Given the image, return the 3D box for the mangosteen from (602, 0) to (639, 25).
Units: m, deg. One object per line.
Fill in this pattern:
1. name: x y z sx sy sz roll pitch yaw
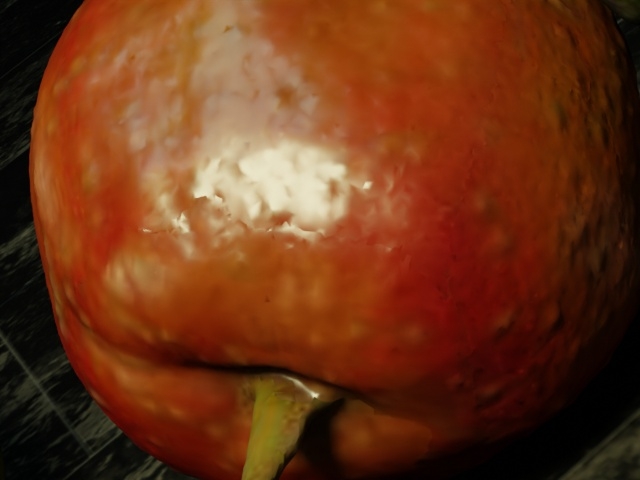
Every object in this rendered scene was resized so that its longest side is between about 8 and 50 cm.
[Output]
1. mangosteen: 0.245 -0.135 0.628 0.313 0.297 0.297 -52 10 36

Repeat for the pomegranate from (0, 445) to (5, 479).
1. pomegranate: -0.282 0.131 0.920 0.236 0.236 0.302 -31 3 11

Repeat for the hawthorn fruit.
1. hawthorn fruit: 0.000 0.000 0.724 0.287 0.287 0.330 -23 32 27
